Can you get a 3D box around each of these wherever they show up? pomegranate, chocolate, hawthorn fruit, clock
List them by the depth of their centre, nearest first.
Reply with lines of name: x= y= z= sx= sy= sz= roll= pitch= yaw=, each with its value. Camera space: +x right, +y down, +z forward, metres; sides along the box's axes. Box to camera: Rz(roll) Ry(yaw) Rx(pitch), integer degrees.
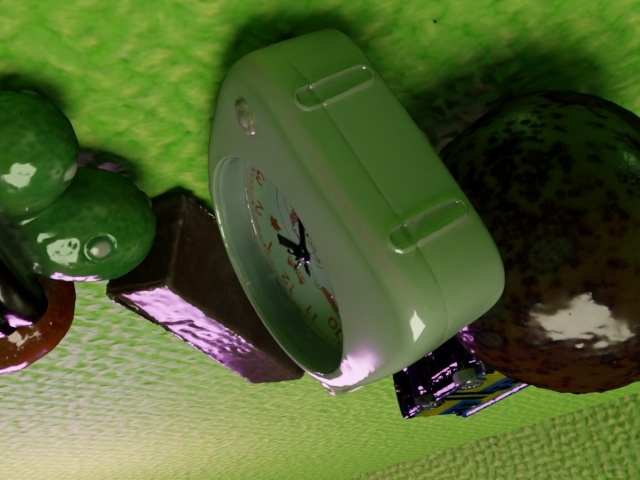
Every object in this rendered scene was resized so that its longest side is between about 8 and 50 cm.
clock: x=0.000 y=0.000 z=0.616 sx=0.108 sy=0.265 sz=0.324 roll=-28 pitch=168 yaw=-24
pomegranate: x=0.183 y=0.022 z=0.670 sx=0.285 sy=0.285 sz=0.340 roll=14 pitch=147 yaw=-40
hawthorn fruit: x=-0.362 y=0.072 z=0.778 sx=0.165 sy=0.165 sz=0.285 roll=-2 pitch=175 yaw=-18
chocolate: x=-0.114 y=0.077 z=0.818 sx=0.111 sy=0.112 sz=0.321 roll=-13 pitch=147 yaw=22

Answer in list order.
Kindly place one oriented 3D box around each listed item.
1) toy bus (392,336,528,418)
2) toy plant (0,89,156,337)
toy bus: x=0.268 y=0.230 z=1.277 sx=0.175 sy=0.138 sz=0.288 roll=4 pitch=150 yaw=-25
toy plant: x=-0.268 y=-0.012 z=0.586 sx=0.235 sy=0.175 sz=0.218 roll=-32 pitch=147 yaw=-13
